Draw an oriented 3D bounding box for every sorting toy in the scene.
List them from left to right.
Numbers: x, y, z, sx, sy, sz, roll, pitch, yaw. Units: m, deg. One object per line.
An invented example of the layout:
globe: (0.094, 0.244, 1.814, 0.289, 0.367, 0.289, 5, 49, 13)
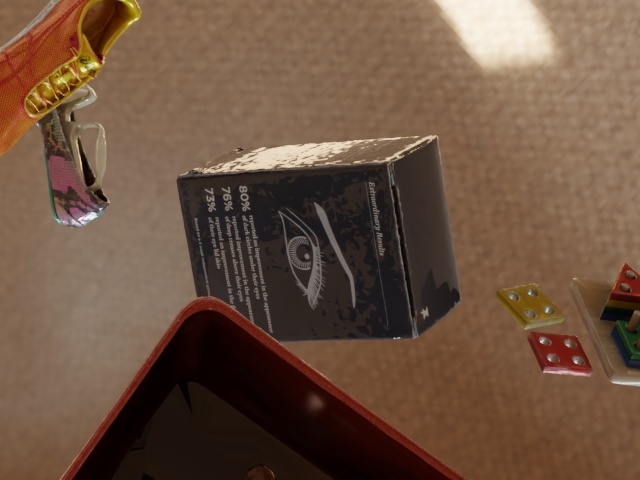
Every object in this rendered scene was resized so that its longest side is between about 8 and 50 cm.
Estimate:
sorting toy: (0.293, 0.071, 1.656, 0.274, 0.132, 0.046, 8, 125, -17)

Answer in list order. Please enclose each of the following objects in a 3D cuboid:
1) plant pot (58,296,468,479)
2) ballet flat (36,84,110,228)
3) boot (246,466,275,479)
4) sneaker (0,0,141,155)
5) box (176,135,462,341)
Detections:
plant pot: (-0.054, 0.209, 1.161, 0.267, 0.267, 0.236, 36, 176, -7)
ballet flat: (-0.278, -0.124, 2.086, 0.079, 0.077, 0.221, -20, 78, 15)
boot: (-0.099, 0.206, 1.960, 0.197, 0.152, 0.073, 34, 92, 7)
sneaker: (-0.212, -0.137, 1.480, 0.067, 0.175, 0.064, 27, 167, 41)
box: (0.000, 0.000, 1.597, 0.207, 0.108, 0.153, -2, 105, 26)
